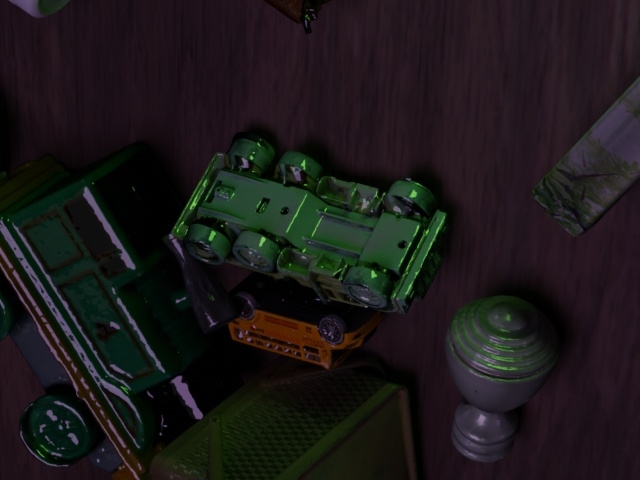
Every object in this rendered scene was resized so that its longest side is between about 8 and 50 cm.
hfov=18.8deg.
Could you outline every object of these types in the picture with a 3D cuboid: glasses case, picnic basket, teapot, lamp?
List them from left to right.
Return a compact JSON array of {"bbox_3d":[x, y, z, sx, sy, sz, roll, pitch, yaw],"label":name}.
[{"bbox_3d":[-0.123,0.036,1.933,0.043,0.043,0.110,-34,82,44],"label":"teapot"},{"bbox_3d":[-0.030,0.237,1.926,0.139,0.267,0.165,18,130,36],"label":"picnic basket"},{"bbox_3d":[0.166,0.131,1.830,0.106,0.106,0.193,26,139,21],"label":"lamp"},{"bbox_3d":[0.284,-0.114,1.587,0.062,0.095,0.272,44,134,4],"label":"glasses case"}]

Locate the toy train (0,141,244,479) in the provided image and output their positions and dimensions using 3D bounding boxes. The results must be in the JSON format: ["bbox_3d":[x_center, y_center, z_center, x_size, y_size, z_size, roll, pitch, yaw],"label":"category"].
[{"bbox_3d":[-0.223,0.072,2.033,0.249,0.178,0.429,-26,100,32],"label":"toy train"}]

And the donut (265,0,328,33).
[{"bbox_3d":[-0.021,-0.314,1.692,0.141,0.085,0.217,31,130,17],"label":"donut"}]

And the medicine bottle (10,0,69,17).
[{"bbox_3d":[-0.352,-0.326,1.923,0.260,0.095,0.095,37,133,12],"label":"medicine bottle"}]

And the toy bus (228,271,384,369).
[{"bbox_3d":[-0.015,0.081,1.945,0.162,0.069,0.074,14,125,31],"label":"toy bus"}]

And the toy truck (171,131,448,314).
[{"bbox_3d":[0.002,-0.001,1.867,0.260,0.128,0.135,13,154,32],"label":"toy truck"}]
